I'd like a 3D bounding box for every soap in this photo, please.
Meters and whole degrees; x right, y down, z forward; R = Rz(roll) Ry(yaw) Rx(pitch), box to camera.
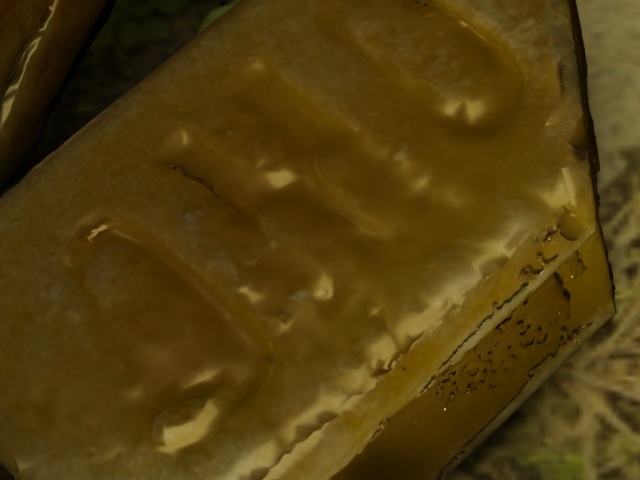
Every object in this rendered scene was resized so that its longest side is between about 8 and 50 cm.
[{"bbox_3d":[0.000,0.000,0.603,0.257,0.080,0.160,-43,59,-16],"label":"soap"}]

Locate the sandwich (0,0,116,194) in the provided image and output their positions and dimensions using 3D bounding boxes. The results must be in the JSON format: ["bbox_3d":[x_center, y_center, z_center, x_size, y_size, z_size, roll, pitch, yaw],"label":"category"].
[{"bbox_3d":[-0.189,-0.135,0.691,0.273,0.095,0.249,18,75,32],"label":"sandwich"}]
